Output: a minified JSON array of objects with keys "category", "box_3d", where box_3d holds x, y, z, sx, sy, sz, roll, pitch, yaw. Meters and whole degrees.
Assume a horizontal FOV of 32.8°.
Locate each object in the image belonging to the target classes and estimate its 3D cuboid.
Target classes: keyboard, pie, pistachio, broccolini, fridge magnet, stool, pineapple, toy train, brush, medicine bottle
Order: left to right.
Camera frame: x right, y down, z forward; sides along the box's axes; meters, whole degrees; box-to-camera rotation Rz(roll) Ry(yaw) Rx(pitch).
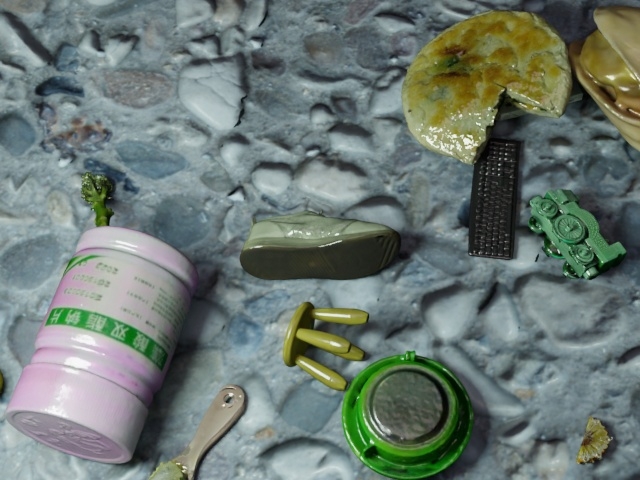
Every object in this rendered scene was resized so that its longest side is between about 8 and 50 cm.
[{"category":"broccolini","box_3d":[-0.383,-0.049,1.870,0.058,0.067,0.216,-32,32,5]},{"category":"medicine bottle","box_3d":[-0.338,0.162,1.716,0.212,0.212,0.326,14,62,9]},{"category":"brush","box_3d":[-0.215,0.346,1.696,0.072,0.067,0.313,29,64,17]},{"category":"stool","box_3d":[0.009,0.166,1.754,0.110,0.134,0.135,15,81,18]},{"category":"fridge magnet","box_3d":[0.136,0.273,1.709,0.207,0.088,0.208,-1,61,1]},{"category":"pie","box_3d":[0.295,-0.295,1.993,0.337,0.075,0.338,-10,59,17]},{"category":"keyboard","box_3d":[0.308,-0.079,1.939,0.087,0.017,0.251,7,62,4]},{"category":"toy train","box_3d":[0.436,-0.014,1.871,0.104,0.071,0.178,-23,64,-19]},{"category":"pineapple","box_3d":[0.434,0.320,1.715,0.045,0.019,0.083,20,61,15]},{"category":"pistachio","box_3d":[0.590,-0.285,1.925,0.321,0.229,0.238,42,35,13]}]

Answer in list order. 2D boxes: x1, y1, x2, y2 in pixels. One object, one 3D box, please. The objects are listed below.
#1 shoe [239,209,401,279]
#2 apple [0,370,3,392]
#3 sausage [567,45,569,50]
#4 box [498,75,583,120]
[{"category":"shoe","box_3d":[0.000,0.000,1.860,0.274,0.103,0.098,0,50,0]},{"category":"apple","box_3d":[-0.558,0.228,1.754,0.089,0.090,0.074,-24,51,-11]},{"category":"sausage","box_3d":[0.492,-0.348,2.050,0.186,0.043,0.043,2,61,-11]},{"category":"box","box_3d":[0.398,-0.283,2.044,0.166,0.024,0.090,-15,60,-7]}]
